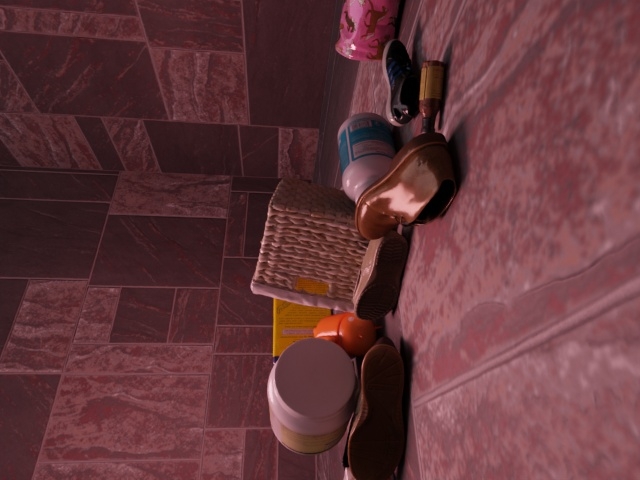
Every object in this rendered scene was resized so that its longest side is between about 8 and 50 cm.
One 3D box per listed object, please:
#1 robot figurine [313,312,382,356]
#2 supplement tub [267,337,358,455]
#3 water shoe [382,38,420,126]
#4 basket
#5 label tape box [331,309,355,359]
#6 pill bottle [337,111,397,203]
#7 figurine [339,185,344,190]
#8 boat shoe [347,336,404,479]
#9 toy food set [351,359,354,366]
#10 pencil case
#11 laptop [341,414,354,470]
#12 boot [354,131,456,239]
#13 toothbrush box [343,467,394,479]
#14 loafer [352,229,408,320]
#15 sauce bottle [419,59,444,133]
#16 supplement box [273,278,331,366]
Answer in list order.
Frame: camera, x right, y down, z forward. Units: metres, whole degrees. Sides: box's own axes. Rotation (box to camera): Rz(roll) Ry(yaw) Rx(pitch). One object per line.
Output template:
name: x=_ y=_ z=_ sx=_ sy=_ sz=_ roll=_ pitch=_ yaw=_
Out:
robot figurine: x=0.074 y=0.272 z=1.195 sx=0.220 sy=0.158 sz=0.128 roll=-21 pitch=41 yaw=48
supplement tub: x=-0.023 y=0.427 z=1.121 sx=0.324 sy=0.236 sz=0.235 roll=96 pitch=173 yaw=-51
water shoe: x=0.189 y=-0.356 z=0.908 sx=0.080 sy=0.073 sz=0.202 roll=-13 pitch=78 yaw=62
basket: x=0.000 y=0.000 z=1.200 sx=0.331 sy=0.329 sz=0.266 roll=-84 pitch=6 yaw=-69
label tape box: x=0.085 y=0.309 z=1.454 sx=0.249 sy=0.115 sz=0.347 roll=98 pitch=169 yaw=-51
pill bottle: x=0.122 y=-0.190 z=1.035 sx=0.146 sy=0.147 sz=0.263 roll=99 pitch=172 yaw=-51
figurine: x=0.115 y=-0.199 z=1.498 sx=0.215 sy=0.093 sz=0.209 roll=-164 pitch=84 yaw=-85
boat shoe: x=0.134 y=0.393 z=0.966 sx=0.123 sy=0.124 sz=0.341 roll=-42 pitch=-45 yaw=-79
toy food set: x=0.113 y=0.498 z=1.556 sx=0.083 sy=0.020 sz=0.082 roll=-93 pitch=8 yaw=-45
pencil case: x=0.132 y=-0.654 z=1.034 sx=0.167 sy=0.160 sz=0.385 roll=-82 pitch=-2 yaw=-52
laptop: x=0.148 y=0.602 z=1.213 sx=0.264 sy=0.137 sz=0.234 roll=47 pitch=142 yaw=44
boot: x=0.152 y=-0.063 z=0.797 sx=0.305 sy=0.113 sz=0.115 roll=122 pitch=139 yaw=-56
toothbrush box: x=0.112 y=0.719 z=0.981 sx=0.206 sy=0.122 sz=0.282 roll=-97 pitch=10 yaw=-60
loafer: x=0.145 y=0.084 z=1.010 sx=0.092 sy=0.102 sz=0.268 roll=-95 pitch=18 yaw=-58
sauce bottle: x=0.203 y=-0.263 z=0.764 sx=0.042 sy=0.042 sz=0.127 roll=-114 pitch=27 yaw=-77
supplement box: x=-0.067 y=0.301 z=1.430 sx=0.194 sy=0.196 sz=0.356 roll=98 pitch=171 yaw=-48
